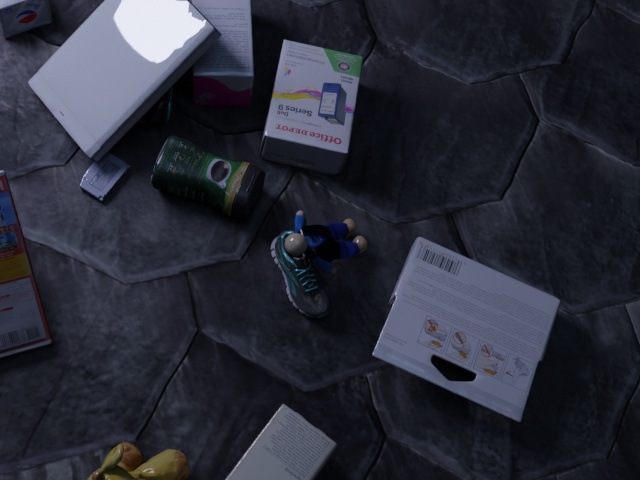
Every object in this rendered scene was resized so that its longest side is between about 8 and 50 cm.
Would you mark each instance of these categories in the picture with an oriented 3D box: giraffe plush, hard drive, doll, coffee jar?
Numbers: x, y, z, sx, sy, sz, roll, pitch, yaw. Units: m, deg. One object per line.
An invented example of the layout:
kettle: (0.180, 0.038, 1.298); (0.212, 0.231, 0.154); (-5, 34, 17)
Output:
giraffe plush: (-0.287, 0.370, 1.290); (0.210, 0.170, 0.181); (-6, 69, -12)
hard drive: (-0.344, -0.315, 1.558); (0.307, 0.040, 0.203); (-44, 71, 7)
doll: (0.000, 0.000, 1.506); (0.189, 0.046, 0.129); (-10, 64, -56)
coffee jar: (-0.192, -0.107, 1.558); (0.184, 0.079, 0.096); (21, 62, 1)

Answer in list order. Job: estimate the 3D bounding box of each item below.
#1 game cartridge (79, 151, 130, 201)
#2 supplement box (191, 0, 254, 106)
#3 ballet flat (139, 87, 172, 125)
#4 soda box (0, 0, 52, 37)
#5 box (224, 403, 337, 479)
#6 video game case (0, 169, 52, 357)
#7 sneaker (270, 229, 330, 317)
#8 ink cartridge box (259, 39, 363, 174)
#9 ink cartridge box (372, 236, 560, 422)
game cartridge: (-0.379, -0.112, 1.566); (0.056, 0.017, 0.083); (34, 66, 2)
supplement box: (-0.182, -0.367, 1.653); (0.114, 0.111, 0.220); (-1, 67, -9)
ballet flat: (-0.300, -0.345, 1.615); (0.096, 0.095, 0.280); (13, 71, -20)
soda box: (-0.603, -0.521, 1.661); (0.098, 0.091, 0.286); (-26, 74, -20)
box: (-0.098, 0.392, 1.353); (0.113, 0.094, 0.275); (37, 67, 8)
video game case: (-0.552, 0.053, 1.382); (0.204, 0.025, 0.285); (-15, 103, -15)
sneaker: (-0.034, 0.054, 1.517); (0.065, 0.076, 0.166); (-27, 74, -18)
ink cartridge box: (-0.015, -0.243, 1.638); (0.154, 0.093, 0.212); (12, 68, -5)
ink cartridge box: (0.246, 0.154, 1.530); (0.275, 0.060, 0.239); (24, 67, 1)
